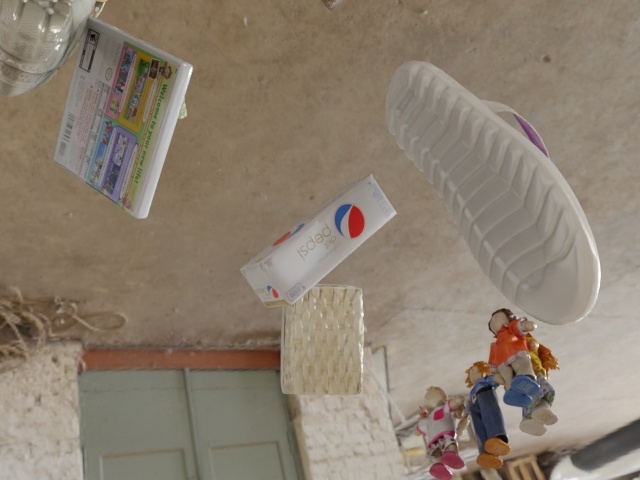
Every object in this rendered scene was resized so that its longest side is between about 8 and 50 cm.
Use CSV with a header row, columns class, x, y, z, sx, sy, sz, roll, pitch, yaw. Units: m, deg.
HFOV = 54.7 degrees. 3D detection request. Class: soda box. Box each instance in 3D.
class,x,y,z,sx,sy,sz,roll,pitch,yaw
soda box,0.000,0.000,0.834,0.216,0.069,0.074,-39,-169,-29

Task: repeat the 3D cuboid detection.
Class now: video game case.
class,x,y,z,sx,sy,sz,roll,pitch,yaw
video game case,-0.271,-0.165,0.827,0.023,0.193,0.212,-7,123,-58

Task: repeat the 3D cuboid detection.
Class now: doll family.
class,x,y,z,sx,sy,sz,roll,pitch,yaw
doll family,0.237,0.207,0.833,0.118,0.163,0.263,24,123,-11

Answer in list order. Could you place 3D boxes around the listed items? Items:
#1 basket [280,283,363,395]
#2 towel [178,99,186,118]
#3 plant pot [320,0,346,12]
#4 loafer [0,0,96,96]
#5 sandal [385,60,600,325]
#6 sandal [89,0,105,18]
class,x,y,z,sx,sy,sz,roll,pitch,yaw
basket,0.002,0.144,0.907,0.113,0.167,0.103,2,172,-7
towel,-0.386,-0.340,1.445,0.148,0.110,0.027,-4,-178,-34
plant pot,0.068,-0.615,1.236,0.230,0.215,0.215,-27,148,18
loafer,-0.349,-0.285,0.770,0.112,0.319,0.111,24,120,-23
sandal,0.219,-0.090,0.767,0.102,0.416,0.169,-14,147,-24
sandal,-0.421,-0.492,1.193,0.049,0.180,0.072,12,151,41
